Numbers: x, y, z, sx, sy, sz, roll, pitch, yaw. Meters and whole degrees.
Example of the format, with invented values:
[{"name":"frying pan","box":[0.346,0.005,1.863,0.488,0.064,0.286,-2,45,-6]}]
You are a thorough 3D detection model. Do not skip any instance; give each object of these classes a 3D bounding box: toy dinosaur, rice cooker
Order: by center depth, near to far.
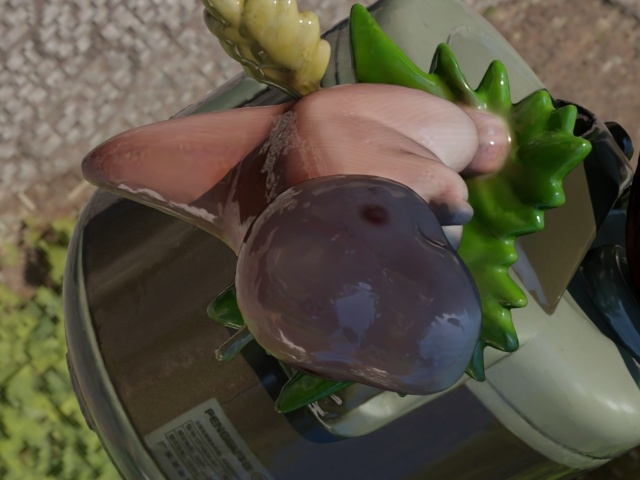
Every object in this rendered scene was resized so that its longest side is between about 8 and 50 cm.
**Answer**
[{"name":"toy dinosaur","box":[-0.004,0.006,0.522,0.177,0.194,0.152,0,121,-54]},{"name":"rice cooker","box":[0.040,0.026,0.968,0.325,0.335,0.335,-30,169,25]}]

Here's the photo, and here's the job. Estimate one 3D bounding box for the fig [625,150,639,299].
[{"name":"fig","box":[0.281,-0.019,0.853,0.224,0.263,0.224,-12,164,-3]}]
